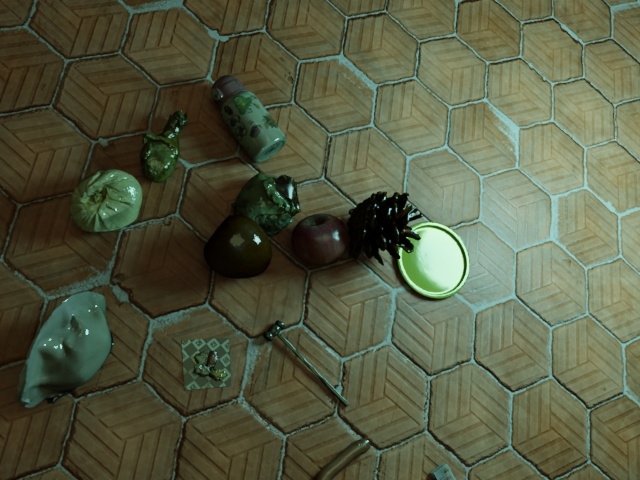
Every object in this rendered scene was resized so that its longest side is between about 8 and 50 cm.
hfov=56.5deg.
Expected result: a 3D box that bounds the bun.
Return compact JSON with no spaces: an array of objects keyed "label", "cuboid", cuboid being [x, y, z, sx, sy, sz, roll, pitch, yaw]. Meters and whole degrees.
[{"label":"bun","cuboid":[-0.542,-0.102,1.506,0.188,0.111,0.164,-21,83,-24]}]

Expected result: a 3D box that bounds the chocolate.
[{"label":"chocolate","cuboid":[-0.206,0.026,1.536,0.176,0.177,0.177,5,72,-14]}]

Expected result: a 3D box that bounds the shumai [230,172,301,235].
[{"label":"shumai","cuboid":[-0.143,-0.102,1.603,0.184,0.142,0.184,6,69,-16]}]

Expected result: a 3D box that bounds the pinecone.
[{"label":"pinecone","cuboid":[0.176,-0.034,1.622,0.201,0.229,0.203,-1,78,-7]}]

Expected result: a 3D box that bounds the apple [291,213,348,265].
[{"label":"apple","cuboid":[0.000,0.000,1.610,0.153,0.153,0.120,-24,118,-21]}]

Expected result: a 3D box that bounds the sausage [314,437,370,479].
[{"label":"sausage","cuboid":[0.050,0.563,1.501,0.186,0.043,0.043,-34,85,-23]}]

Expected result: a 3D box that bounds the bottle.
[{"label":"bottle","cuboid":[-0.212,-0.348,1.674,0.120,0.120,0.253,-35,85,-22]}]

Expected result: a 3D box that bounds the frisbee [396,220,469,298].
[{"label":"frisbee","cuboid":[0.332,0.057,1.753,0.235,0.017,0.236,4,72,-14]}]

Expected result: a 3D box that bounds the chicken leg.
[{"label":"chicken leg","cuboid":[-0.423,-0.260,1.604,0.103,0.088,0.228,13,73,2]}]

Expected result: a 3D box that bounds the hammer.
[{"label":"hammer","cuboid":[-0.030,0.331,1.562,0.292,0.029,0.058,46,69,0]}]

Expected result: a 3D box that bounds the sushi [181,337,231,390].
[{"label":"sushi","cuboid":[-0.285,0.306,1.495,0.120,0.026,0.126,-2,73,-16]}]

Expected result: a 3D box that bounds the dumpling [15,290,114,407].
[{"label":"dumpling","cuboid":[-0.563,0.246,1.342,0.163,0.204,0.293,39,58,-14]}]

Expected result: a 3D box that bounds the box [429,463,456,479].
[{"label":"box","cuboid":[0.336,0.648,1.557,0.050,0.036,0.117,-24,80,-21]}]
